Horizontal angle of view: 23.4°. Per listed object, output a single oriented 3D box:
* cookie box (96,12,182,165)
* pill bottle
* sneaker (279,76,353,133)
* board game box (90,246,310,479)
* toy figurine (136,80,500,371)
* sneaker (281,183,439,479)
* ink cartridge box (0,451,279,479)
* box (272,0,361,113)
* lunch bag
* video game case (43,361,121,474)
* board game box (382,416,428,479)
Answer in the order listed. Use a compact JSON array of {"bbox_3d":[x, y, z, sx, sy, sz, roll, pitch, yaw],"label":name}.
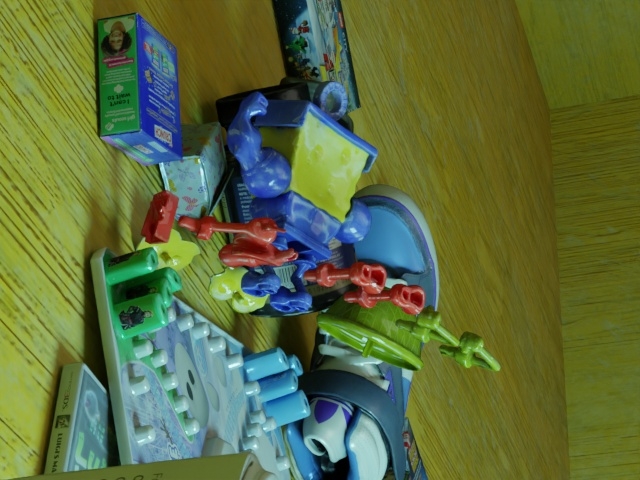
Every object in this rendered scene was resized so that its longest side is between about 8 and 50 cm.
[{"bbox_3d":[-0.155,-0.128,1.328,0.092,0.040,0.107,38,46,-68],"label":"cookie box"},{"bbox_3d":[-0.037,-0.042,1.541,0.123,0.123,0.219,-42,123,-71],"label":"pill bottle"},{"bbox_3d":[-0.017,-0.097,1.726,0.227,0.087,0.130,58,44,-84],"label":"sneaker"},{"bbox_3d":[-0.064,0.233,1.318,0.390,0.050,0.390,45,30,-64],"label":"board game box"},{"bbox_3d":[0.023,-0.036,1.394,0.362,0.191,0.217,30,64,-42],"label":"toy figurine"},{"bbox_3d":[0.040,0.124,1.623,0.236,0.130,0.322,-55,153,-67],"label":"sneaker"},{"bbox_3d":[-0.149,0.230,0.680,0.129,0.308,0.223,-72,149,-58],"label":"ink cartridge box"},{"bbox_3d":[-0.010,-0.262,1.891,0.159,0.044,0.233,-38,118,-72],"label":"box"},{"bbox_3d":[-0.111,-0.058,1.425,0.071,0.053,0.083,-70,156,-57],"label":"lunch bag"},{"bbox_3d":[-0.159,0.213,1.170,0.190,0.022,0.173,62,25,-49],"label":"video game case"},{"bbox_3d":[0.093,0.329,1.913,0.194,0.060,0.194,-56,134,-67],"label":"board game box"}]
